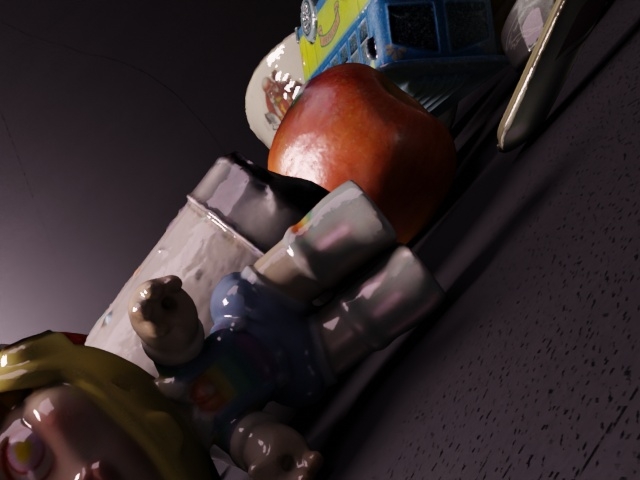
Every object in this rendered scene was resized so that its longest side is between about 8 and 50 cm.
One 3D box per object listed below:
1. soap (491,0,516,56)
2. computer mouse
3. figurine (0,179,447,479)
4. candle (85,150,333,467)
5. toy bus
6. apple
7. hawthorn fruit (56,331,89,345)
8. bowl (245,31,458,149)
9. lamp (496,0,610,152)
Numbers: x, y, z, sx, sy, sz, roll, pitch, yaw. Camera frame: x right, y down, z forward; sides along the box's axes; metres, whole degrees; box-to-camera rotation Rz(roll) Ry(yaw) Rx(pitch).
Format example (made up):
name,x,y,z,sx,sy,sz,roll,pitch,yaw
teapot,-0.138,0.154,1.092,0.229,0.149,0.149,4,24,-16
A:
name,x,y,z,sx,sy,sz,roll,pitch,yaw
soap,0.243,-0.299,1.115,0.140,0.073,0.232,-28,-17,-30
computer mouse,0.241,-0.243,0.989,0.126,0.071,0.231,-49,2,45
figurine,-0.090,0.128,0.618,0.381,0.225,0.205,-24,4,-1
candle,-0.091,0.095,0.795,0.330,0.187,0.187,-54,2,0
toy bus,0.081,-0.231,1.130,0.152,0.190,0.312,-5,-8,-16
apple,0.037,-0.070,0.960,0.199,0.199,0.199,-51,2,3
hawthorn fruit,-0.329,0.285,1.262,0.285,0.284,0.369,-52,-2,-34
bowl,0.067,-0.163,1.403,0.337,0.337,0.158,-49,44,43
lamp,0.192,-0.201,0.806,0.203,0.124,0.283,-61,20,28
